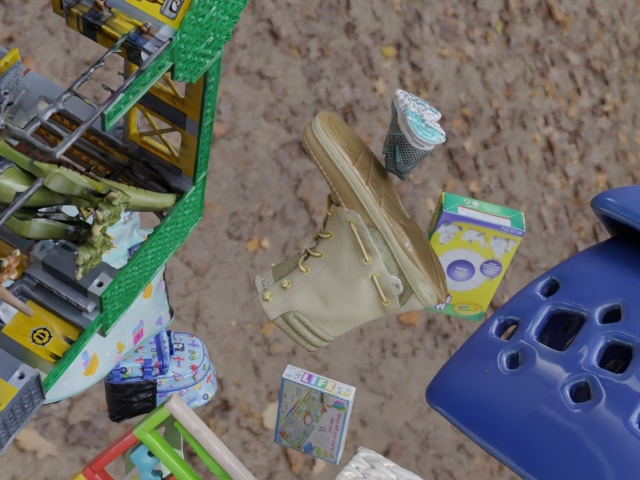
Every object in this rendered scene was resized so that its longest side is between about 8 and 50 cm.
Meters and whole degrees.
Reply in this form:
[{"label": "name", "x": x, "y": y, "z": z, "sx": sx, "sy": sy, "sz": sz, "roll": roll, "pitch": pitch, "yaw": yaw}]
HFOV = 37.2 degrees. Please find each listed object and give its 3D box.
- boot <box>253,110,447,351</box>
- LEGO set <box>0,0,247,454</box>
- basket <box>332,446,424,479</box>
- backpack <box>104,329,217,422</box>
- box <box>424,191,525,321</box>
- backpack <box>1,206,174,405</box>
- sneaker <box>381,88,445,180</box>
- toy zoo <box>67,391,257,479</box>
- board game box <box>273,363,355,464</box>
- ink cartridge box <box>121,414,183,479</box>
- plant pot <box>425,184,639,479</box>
[{"label": "boot", "x": 0.000, "y": 0.000, "z": 1.083, "sx": 0.262, "sy": 0.203, "sz": 0.095, "roll": 55, "pitch": 25, "yaw": -24}, {"label": "LEGO set", "x": -0.192, "y": -0.028, "z": 0.426, "sx": 0.192, "sy": 0.255, "sz": 0.331, "roll": 30, "pitch": 66, "yaw": 8}, {"label": "basket", "x": 0.087, "y": 0.470, "z": 1.067, "sx": 0.266, "sy": 0.331, "sz": 0.328, "roll": -33, "pitch": 147, "yaw": -61}, {"label": "backpack", "x": -0.254, "y": 0.201, "z": 1.516, "sx": 0.158, "sy": 0.173, "sz": 0.117, "roll": -106, "pitch": -165, "yaw": -60}, {"label": "box", "x": 0.169, "y": 0.031, "z": 1.167, "sx": 0.105, "sy": 0.179, "sz": 0.043, "roll": 13, "pitch": 41, "yaw": -5}, {"label": "backpack", "x": -0.217, "y": 0.042, "z": 0.728, "sx": 0.188, "sy": 0.166, "sz": 0.144, "roll": -56, "pitch": 146, "yaw": -58}, {"label": "sneaker", "x": 0.095, "y": -0.120, "z": 1.078, "sx": 0.065, "sy": 0.076, "sz": 0.166, "roll": 30, "pitch": 21, "yaw": -6}, {"label": "toy zoo", "x": -0.237, "y": 0.360, "z": 1.247, "sx": 0.192, "sy": 0.293, "sz": 0.030, "roll": 50, "pitch": 8, "yaw": -9}, {"label": "board game box", "x": -0.011, "y": 0.255, "z": 1.380, "sx": 0.026, "sy": 0.103, "sz": 0.154, "roll": -61, "pitch": 165, "yaw": -47}, {"label": "ink cartridge box", "x": -0.290, "y": 0.386, "z": 1.554, "sx": 0.056, "sy": 0.171, "sz": 0.235, "roll": 29, "pitch": 27, "yaw": -33}, {"label": "plant pot", "x": 0.250, "y": 0.110, "z": 0.639, "sx": 0.212, "sy": 0.236, "sz": 0.236, "roll": -55, "pitch": 138, "yaw": -1}]
